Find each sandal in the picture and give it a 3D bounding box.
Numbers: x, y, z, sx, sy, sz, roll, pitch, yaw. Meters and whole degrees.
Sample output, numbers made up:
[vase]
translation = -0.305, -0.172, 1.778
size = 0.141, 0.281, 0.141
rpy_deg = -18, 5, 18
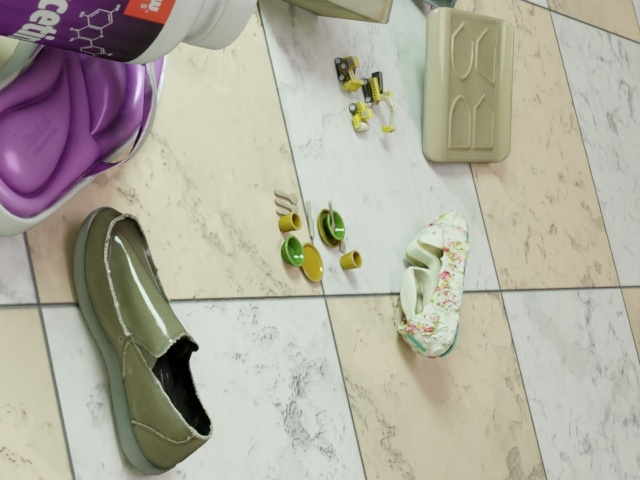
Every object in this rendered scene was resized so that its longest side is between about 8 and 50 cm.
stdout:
[sandal]
translation = -0.208, -0.143, 1.464
size = 0.169, 0.102, 0.416
rpy_deg = 57, 32, -26

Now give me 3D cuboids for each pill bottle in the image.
[pill bottle]
translation = -0.216, -0.253, 1.330
size = 0.323, 0.181, 0.182
rpy_deg = 9, 65, -32

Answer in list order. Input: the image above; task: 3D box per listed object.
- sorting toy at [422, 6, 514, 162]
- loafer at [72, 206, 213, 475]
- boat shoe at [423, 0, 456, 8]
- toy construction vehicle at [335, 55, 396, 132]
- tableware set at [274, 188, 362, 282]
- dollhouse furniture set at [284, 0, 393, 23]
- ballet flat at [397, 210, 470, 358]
[sorting toy]
translation = 0.207, -0.264, 2.238
size = 0.229, 0.041, 0.307
rpy_deg = -4, 96, -57
[loafer]
translation = -0.153, 0.085, 1.450
size = 0.094, 0.087, 0.251
rpy_deg = -13, 86, -61
[boat shoe]
translation = 0.112, -0.425, 2.161
size = 0.320, 0.118, 0.103
rpy_deg = 38, 43, -57
[toy construction vehicle]
translation = 0.062, -0.187, 2.023
size = 0.086, 0.035, 0.098
rpy_deg = 5, 71, -59
[tableware set]
translation = 0.000, 0.000, 1.826
size = 0.154, 0.024, 0.104
rpy_deg = 24, 54, -54
[dollhouse furniture set]
translation = 0.022, -0.400, 1.903
size = 0.161, 0.212, 0.242
rpy_deg = 11, 92, -56
[ballet flat]
translation = 0.141, 0.040, 1.994
size = 0.077, 0.091, 0.241
rpy_deg = 29, 42, -21
